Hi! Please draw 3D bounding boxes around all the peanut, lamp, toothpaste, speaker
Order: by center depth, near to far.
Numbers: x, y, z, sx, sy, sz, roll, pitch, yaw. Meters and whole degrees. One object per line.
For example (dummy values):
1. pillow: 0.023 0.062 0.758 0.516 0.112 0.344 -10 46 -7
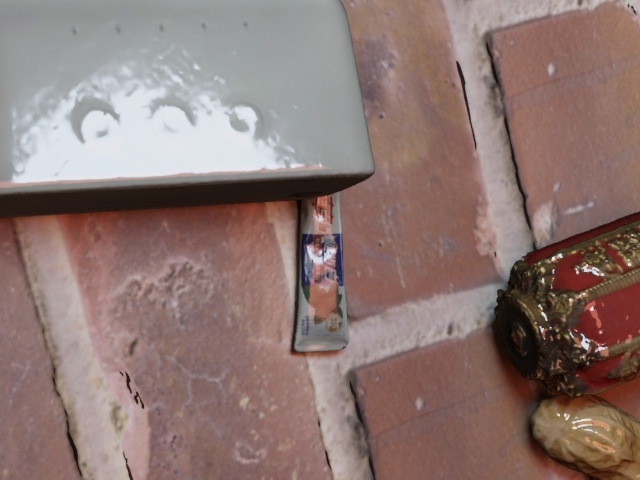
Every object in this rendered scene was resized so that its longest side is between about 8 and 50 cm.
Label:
1. speaker: -0.163 -0.129 1.616 0.406 0.183 0.184 -4 85 -19
2. toothpaste: 0.000 0.000 1.761 0.060 0.038 0.233 0 90 -9
3. lamp: 0.323 0.064 1.826 0.274 0.177 0.177 -19 97 -23
4. peanut: 0.316 0.223 1.859 0.194 0.093 0.083 26 66 -18
